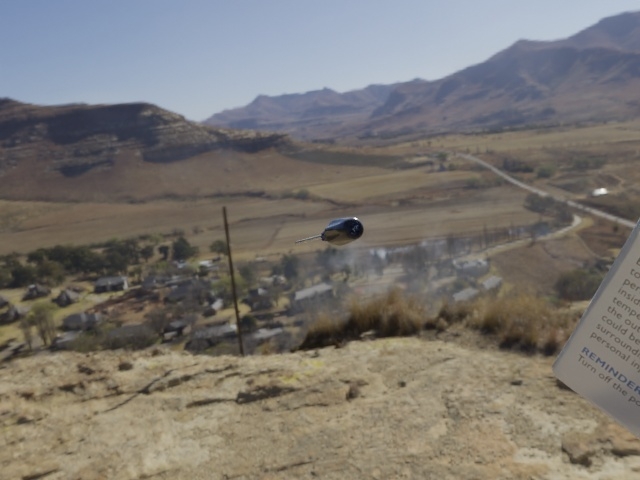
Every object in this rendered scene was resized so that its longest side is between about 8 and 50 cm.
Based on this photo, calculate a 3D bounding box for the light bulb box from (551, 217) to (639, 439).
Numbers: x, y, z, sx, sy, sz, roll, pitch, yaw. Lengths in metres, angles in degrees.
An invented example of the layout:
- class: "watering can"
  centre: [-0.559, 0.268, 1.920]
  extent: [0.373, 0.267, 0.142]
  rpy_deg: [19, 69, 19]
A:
- class: "light bulb box"
  centre: [0.392, -0.040, 0.380]
  extent: [0.357, 0.361, 0.225]
  rpy_deg: [-24, 49, -38]

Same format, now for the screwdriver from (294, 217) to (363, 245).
- class: "screwdriver"
  centre: [0.000, 0.000, 0.565]
  extent: [0.024, 0.025, 0.170]
  rpy_deg: [14, -14, -18]
